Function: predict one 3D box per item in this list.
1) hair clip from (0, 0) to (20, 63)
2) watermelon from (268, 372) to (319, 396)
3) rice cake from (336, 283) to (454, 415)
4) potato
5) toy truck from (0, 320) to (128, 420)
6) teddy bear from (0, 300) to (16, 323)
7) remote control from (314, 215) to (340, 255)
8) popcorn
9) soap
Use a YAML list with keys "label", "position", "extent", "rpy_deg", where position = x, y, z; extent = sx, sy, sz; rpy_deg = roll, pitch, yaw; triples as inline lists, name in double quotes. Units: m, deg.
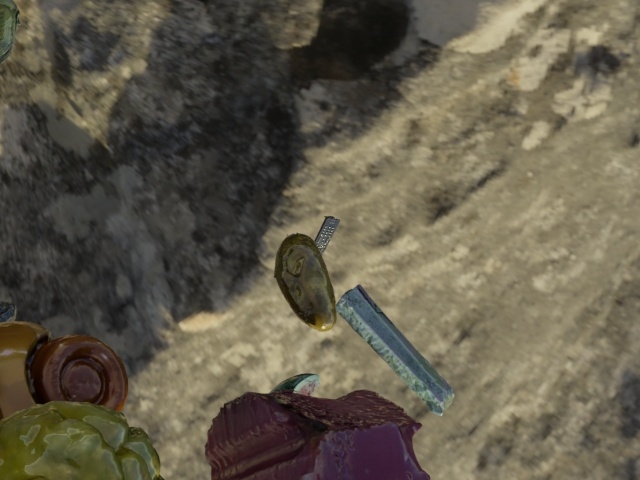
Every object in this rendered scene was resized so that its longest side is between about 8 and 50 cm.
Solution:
- label: "hair clip"
  position: [-0.574, -0.263, 1.712]
  extent: [0.321, 0.138, 0.091]
  rpy_deg: [-2, 144, -1]
- label: "watermelon"
  position: [-0.029, 0.188, 1.409]
  extent: [0.085, 0.085, 0.061]
  rpy_deg: [-32, 96, -8]
- label: "rice cake"
  position: [0.103, 0.148, 1.666]
  extent: [0.211, 0.034, 0.043]
  rpy_deg: [47, 44, -1]
- label: "potato"
  position: [-0.015, 0.036, 1.058]
  extent: [0.046, 0.045, 0.092]
  rpy_deg: [-16, 76, -7]
- label: "toy truck"
  position: [-0.273, 0.188, 0.992]
  extent: [0.211, 0.204, 0.288]
  rpy_deg: [-3, 75, -42]
- label: "teddy bear"
  position: [-0.578, 0.109, 1.933]
  extent: [0.171, 0.251, 0.144]
  rpy_deg: [-35, 146, -39]
- label: "remote control"
  position: [0.000, 0.000, 2.009]
  extent: [0.034, 0.016, 0.091]
  rpy_deg: [9, 114, -43]
- label: "popcorn"
  position: [-0.126, 0.131, 0.574]
  extent: [0.106, 0.116, 0.121]
  rpy_deg: [19, 134, 12]
- label: "soap"
  position: [-0.017, 0.212, 1.004]
  extent: [0.112, 0.289, 0.182]
  rpy_deg: [2, 70, -25]
